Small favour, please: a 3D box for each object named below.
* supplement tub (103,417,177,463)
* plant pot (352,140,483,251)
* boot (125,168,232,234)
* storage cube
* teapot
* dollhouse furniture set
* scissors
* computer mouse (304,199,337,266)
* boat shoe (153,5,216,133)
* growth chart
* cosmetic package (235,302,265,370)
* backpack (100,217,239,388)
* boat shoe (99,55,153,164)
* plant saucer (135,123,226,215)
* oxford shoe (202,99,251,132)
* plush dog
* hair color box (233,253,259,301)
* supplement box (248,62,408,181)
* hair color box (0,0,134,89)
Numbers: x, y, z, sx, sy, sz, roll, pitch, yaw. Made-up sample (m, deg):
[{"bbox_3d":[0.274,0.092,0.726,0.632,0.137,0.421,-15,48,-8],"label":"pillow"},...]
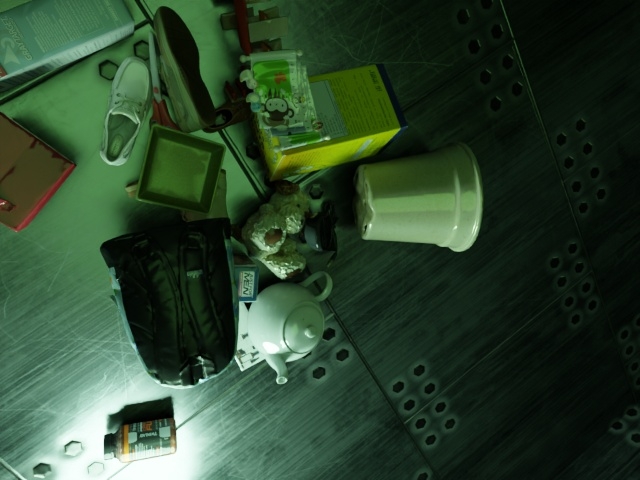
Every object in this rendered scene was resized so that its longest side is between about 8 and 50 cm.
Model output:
[{"bbox_3d":[-0.521,0.583,1.386,0.198,0.106,0.106,-2,104,-22],"label":"supplement tub"},{"bbox_3d":[0.264,-0.120,1.426,0.306,0.334,0.333,-5,105,-9],"label":"plant pot"},{"bbox_3d":[-0.374,-0.082,1.288,0.262,0.095,0.203,-11,108,-23],"label":"boot"},{"bbox_3d":[-0.697,-0.156,1.082,0.184,0.215,0.193,39,81,-24],"label":"storage cube"},{"bbox_3d":[-0.076,0.241,1.402,0.253,0.187,0.256,-17,103,-37],"label":"teapot"},{"bbox_3d":[-0.185,-0.484,1.185,0.135,0.262,0.259,-20,141,-15],"label":"dollhouse furniture set"},{"bbox_3d":[-0.412,-0.356,1.187,0.021,0.109,0.297,-43,130,-47],"label":"scissors"},{"bbox_3d":[0.000,0.000,1.393,0.060,0.262,0.184,-2,109,12],"label":"computer mouse"},{"bbox_3d":[-0.359,-0.422,1.195,0.098,0.109,0.302,-12,102,29],"label":"boat shoe"},{"bbox_3d":[-0.084,-0.325,1.108,0.172,0.021,0.237,-23,107,-17],"label":"growth chart"},{"bbox_3d":[-0.246,0.267,1.440,0.099,0.060,0.239,-28,111,-14],"label":"cosmetic package"},{"bbox_3d":[-0.317,0.156,1.107,0.290,0.273,0.355,-15,83,-20],"label":"backpack"},{"bbox_3d":[-0.478,-0.317,1.184,0.098,0.096,0.277,13,98,-23],"label":"boat shoe"},{"bbox_3d":[-0.351,-0.173,1.197,0.188,0.045,0.188,13,92,-30],"label":"plant saucer"},{"bbox_3d":[-0.223,-0.352,1.288,0.212,0.076,0.076,-36,111,-11],"label":"oxford shoe"},{"bbox_3d":[-0.118,-0.053,1.369,0.225,0.211,0.262,-49,145,-19],"label":"plush dog"},{"bbox_3d":[-0.357,0.098,1.292,0.347,0.174,0.105,2,100,-22],"label":"hair color box"},{"bbox_3d":[0.014,-0.315,1.285,0.357,0.195,0.194,-17,82,-19],"label":"supplement box"},{"bbox_3d":[-0.610,-0.447,1.052,0.375,0.185,0.113,-30,112,-12],"label":"hair color box"}]
